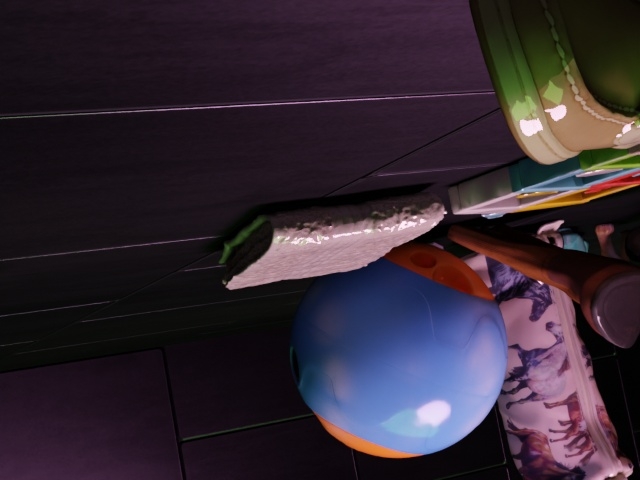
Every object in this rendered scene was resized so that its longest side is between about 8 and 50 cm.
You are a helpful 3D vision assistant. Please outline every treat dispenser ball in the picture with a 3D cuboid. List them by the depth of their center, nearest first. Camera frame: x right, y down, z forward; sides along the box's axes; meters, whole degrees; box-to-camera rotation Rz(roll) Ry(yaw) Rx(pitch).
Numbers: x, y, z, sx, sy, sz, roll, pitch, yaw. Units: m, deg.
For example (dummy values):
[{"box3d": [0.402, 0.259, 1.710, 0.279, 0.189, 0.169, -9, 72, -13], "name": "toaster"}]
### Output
[{"box3d": [0.103, 0.142, 1.521, 0.288, 0.288, 0.288, -10, 173, -1], "name": "treat dispenser ball"}]

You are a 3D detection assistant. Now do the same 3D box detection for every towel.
[{"box3d": [0.000, 0.000, 1.220, 0.187, 0.049, 0.282, -9, 172, -19], "name": "towel"}]

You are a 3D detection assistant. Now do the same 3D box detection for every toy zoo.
[{"box3d": [0.263, -0.067, 1.132, 0.192, 0.030, 0.293, -6, 172, -34], "name": "toy zoo"}]

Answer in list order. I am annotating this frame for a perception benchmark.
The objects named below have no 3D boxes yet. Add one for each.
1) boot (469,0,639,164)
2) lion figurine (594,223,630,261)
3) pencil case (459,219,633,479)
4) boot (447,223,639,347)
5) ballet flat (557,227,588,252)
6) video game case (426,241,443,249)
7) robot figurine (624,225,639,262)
[{"box3d": [0.193, -0.099, 0.504, 0.203, 0.095, 0.262, -14, 174, 30], "name": "boot"}, {"box3d": [0.525, 0.066, 1.722, 0.142, 0.240, 0.392, -11, 174, 2], "name": "lion figurine"}, {"box3d": [0.329, 0.182, 1.682, 0.160, 0.410, 0.183, -9, 166, -24], "name": "pencil case"}, {"box3d": [0.284, 0.026, 1.416, 0.280, 0.096, 0.264, 26, -162, 30], "name": "boot"}, {"box3d": [0.406, 0.033, 1.909, 0.083, 0.087, 0.247, -13, 173, 15], "name": "ballet flat"}, {"box3d": [0.118, 0.023, 1.708, 0.122, 0.011, 0.087, -12, 173, 14], "name": "video game case"}, {"box3d": [0.483, -0.007, 1.333, 0.209, 0.173, 0.278, -46, 165, 10], "name": "robot figurine"}]
